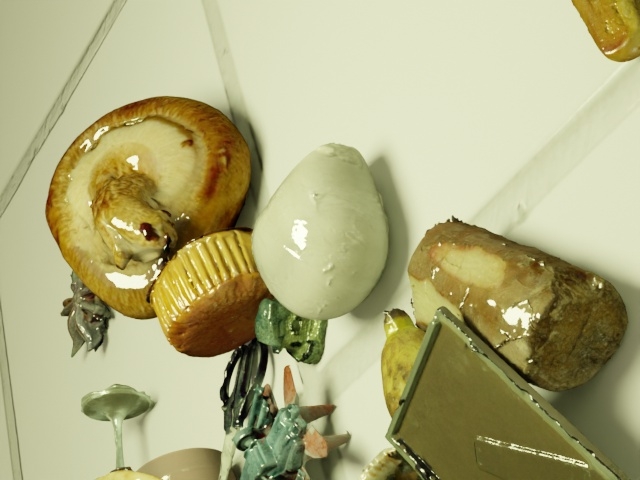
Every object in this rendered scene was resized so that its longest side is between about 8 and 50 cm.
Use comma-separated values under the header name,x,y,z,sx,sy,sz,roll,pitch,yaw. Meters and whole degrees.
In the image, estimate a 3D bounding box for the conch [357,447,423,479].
name,x,y,z,sx,sy,sz,roll,pitch,yaw
conch,0.100,0.304,1.404,0.207,0.130,0.155,-15,83,40

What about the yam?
name,x,y,z,sx,sy,sz,roll,pitch,yaw
yam,0.193,0.067,1.323,0.128,0.129,0.238,-54,36,-7

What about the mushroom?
name,x,y,z,sx,sy,sz,roll,pitch,yaw
mushroom,-0.255,-0.067,1.878,0.345,0.259,0.346,-7,67,18

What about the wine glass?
name,x,y,z,sx,sy,sz,roll,pitch,yaw
wine glass,-0.312,0.355,2.014,0.156,0.156,0.232,-44,45,43

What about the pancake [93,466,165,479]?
name,x,y,z,sx,sy,sz,roll,pitch,yaw
pancake,-0.204,0.475,1.733,0.382,0.071,0.382,18,123,31

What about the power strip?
name,x,y,z,sx,sy,sz,roll,pitch,yaw
power strip,-0.194,0.359,1.815,0.154,0.154,0.078,-50,46,39

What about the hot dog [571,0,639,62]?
name,x,y,z,sx,sy,sz,roll,pitch,yaw
hot dog,0.286,-0.266,1.317,0.066,0.047,0.216,-41,49,26

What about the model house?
name,x,y,z,sx,sy,sz,roll,pitch,yaw
model house,-0.042,0.120,1.702,0.066,0.083,0.079,17,96,55

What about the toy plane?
name,x,y,z,sx,sy,sz,roll,pitch,yaw
toy plane,-0.071,0.327,1.682,0.326,0.104,0.223,-61,39,29

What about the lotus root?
name,x,y,z,sx,sy,sz,roll,pitch,yaw
lotus root,0.116,0.151,1.455,0.108,0.094,0.191,-30,35,4

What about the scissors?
name,x,y,z,sx,sy,sz,roll,pitch,yaw
scissors,-0.124,0.273,1.772,0.109,0.022,0.300,-32,38,49

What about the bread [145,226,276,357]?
name,x,y,z,sx,sy,sz,roll,pitch,yaw
bread,-0.132,0.078,1.759,0.199,0.199,0.104,-52,52,37

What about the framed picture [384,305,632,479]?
name,x,y,z,sx,sy,sz,roll,pitch,yaw
framed picture,0.181,0.223,1.273,0.281,0.019,0.209,45,137,28

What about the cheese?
name,x,y,z,sx,sy,sz,roll,pitch,yaw
cheese,0.000,0.000,1.601,0.198,0.154,0.189,-56,47,33

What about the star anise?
name,x,y,z,sx,sy,sz,roll,pitch,yaw
star anise,-0.419,0.113,2.295,0.181,0.061,0.205,-59,40,33
